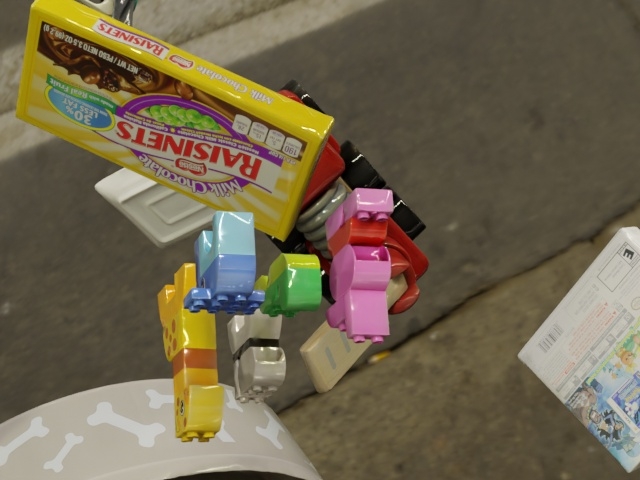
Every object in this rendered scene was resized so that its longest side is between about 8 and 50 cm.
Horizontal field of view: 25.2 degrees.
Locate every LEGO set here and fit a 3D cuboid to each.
[{"bbox_3d":[-0.039,0.055,0.763,0.087,0.227,0.093,3,69,-19],"label":"LEGO set"}]

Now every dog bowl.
[{"bbox_3d":[-0.157,0.235,1.100,0.349,0.348,0.102,-2,48,-27],"label":"dog bowl"}]

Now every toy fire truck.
[{"bbox_3d":[0.000,0.000,1.242,0.158,0.246,0.217,-42,111,2],"label":"toy fire truck"}]

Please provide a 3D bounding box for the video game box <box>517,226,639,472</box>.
[{"bbox_3d":[0.346,0.120,1.588,0.048,0.205,0.187,-4,46,-51],"label":"video game box"}]

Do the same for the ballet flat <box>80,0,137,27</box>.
[{"bbox_3d":[-0.222,-0.231,1.483,0.074,0.074,0.203,9,90,-24],"label":"ballet flat"}]

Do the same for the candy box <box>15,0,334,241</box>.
[{"bbox_3d":[-0.100,-0.080,0.946,0.206,0.105,0.027,24,49,3],"label":"candy box"}]

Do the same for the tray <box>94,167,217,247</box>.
[{"bbox_3d":[-0.148,-0.072,1.854,0.145,0.270,0.030,45,32,-36],"label":"tray"}]
